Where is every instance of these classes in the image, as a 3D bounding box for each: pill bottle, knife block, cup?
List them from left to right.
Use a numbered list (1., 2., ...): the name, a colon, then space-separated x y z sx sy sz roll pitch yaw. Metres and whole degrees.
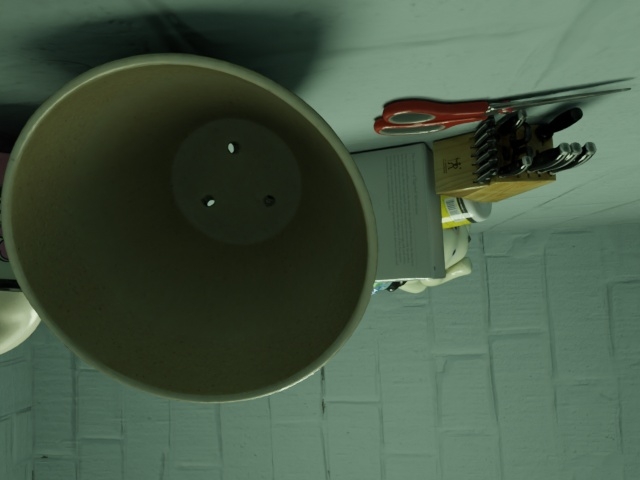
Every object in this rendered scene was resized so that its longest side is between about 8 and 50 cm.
1. cup: -0.112 -0.033 0.553 0.331 0.331 0.237 -3 -157 3
2. pill bottle: 0.235 -0.080 1.061 0.209 0.119 0.119 -11 172 40
3. knife block: 0.312 -0.124 0.788 0.242 0.088 0.276 -5 175 41

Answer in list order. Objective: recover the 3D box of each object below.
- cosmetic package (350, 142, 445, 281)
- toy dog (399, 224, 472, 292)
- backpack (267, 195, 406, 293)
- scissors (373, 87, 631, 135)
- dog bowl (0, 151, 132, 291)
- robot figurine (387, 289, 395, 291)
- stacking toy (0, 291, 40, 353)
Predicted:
1. cosmetic package: 0.097 -0.037 0.913 0.225 0.224 0.138 -4 175 24
2. toy dog: 0.299 -0.004 1.607 0.396 0.284 0.408 17 170 -14
3. backpack: 0.000 0.000 1.150 0.356 0.290 0.273 18 119 -47
4. scissors: 0.216 -0.166 0.652 0.297 0.021 0.109 -4 173 7
5. dog bowl: -0.384 -0.034 0.714 0.408 0.150 0.408 7 -178 0
6. robot figurine: 0.133 0.012 1.403 0.209 0.278 0.173 -45 166 -4
7. stacking toy: -0.731 0.024 1.187 0.351 0.350 0.480 -3 -164 -3
